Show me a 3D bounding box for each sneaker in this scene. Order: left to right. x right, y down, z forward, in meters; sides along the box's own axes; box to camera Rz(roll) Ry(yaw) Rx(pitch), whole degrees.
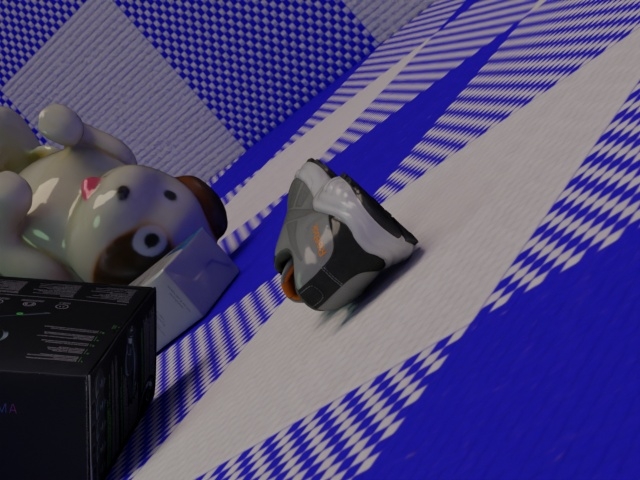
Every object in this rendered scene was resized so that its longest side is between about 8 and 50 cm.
[{"bbox_3d":[0.000,0.000,1.411,0.108,0.100,0.271,-47,8,-1],"label":"sneaker"}]

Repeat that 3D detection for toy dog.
[{"bbox_3d":[-0.329,0.004,2.293,0.408,0.395,0.284,0,38,44],"label":"toy dog"}]

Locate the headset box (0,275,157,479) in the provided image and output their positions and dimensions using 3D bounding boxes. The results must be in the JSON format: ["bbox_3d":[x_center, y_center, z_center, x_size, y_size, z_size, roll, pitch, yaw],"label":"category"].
[{"bbox_3d":[-0.304,0.136,1.569,0.246,0.131,0.283,3,16,5],"label":"headset box"}]

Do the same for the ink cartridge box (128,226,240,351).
[{"bbox_3d":[-0.220,0.096,2.038,0.231,0.078,0.134,-37,8,29],"label":"ink cartridge box"}]
